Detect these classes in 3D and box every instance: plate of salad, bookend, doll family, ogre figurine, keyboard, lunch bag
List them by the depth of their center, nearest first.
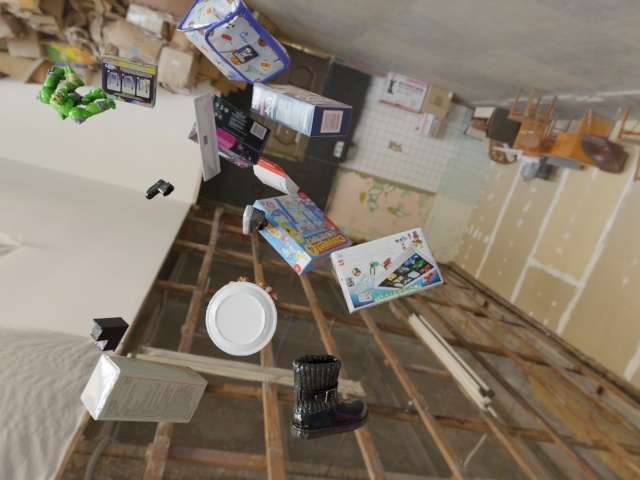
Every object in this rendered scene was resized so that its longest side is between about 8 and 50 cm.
[{"bbox_3d":[-0.215,0.213,1.162,0.200,0.199,0.048,19,176,10],"label":"plate of salad"},{"bbox_3d":[-0.682,-0.394,1.168,0.197,0.118,0.097,39,155,-19],"label":"ogre figurine"},{"bbox_3d":[-0.335,-0.301,1.251,0.014,0.255,0.072,22,-139,24],"label":"keyboard"},{"bbox_3d":[-0.347,-0.834,1.759,0.386,0.238,0.328,22,172,40],"label":"lunch bag"},{"bbox_3d":[-0.998,0.440,1.952,0.072,0.157,0.156,34,-172,23],"label":"bookend"},{"bbox_3d":[-0.337,0.255,1.994,0.263,0.163,0.118,7,171,-13],"label":"doll family"}]

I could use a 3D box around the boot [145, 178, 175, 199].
[{"bbox_3d":[-0.709,-0.217,1.873,0.099,0.121,0.045,28,162,36],"label":"boot"}]

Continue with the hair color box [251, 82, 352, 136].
[{"bbox_3d":[-0.074,-0.460,1.473,0.174,0.105,0.347,-13,-146,-40],"label":"hair color box"}]

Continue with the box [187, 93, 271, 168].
[{"bbox_3d":[-0.342,-0.404,1.598,0.247,0.163,0.142,27,168,-31],"label":"box"}]

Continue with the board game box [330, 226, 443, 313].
[{"bbox_3d":[0.206,0.090,1.322,0.306,0.192,0.053,-15,164,-10],"label":"board game box"}]

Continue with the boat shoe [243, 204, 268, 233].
[{"bbox_3d":[-0.210,-0.063,1.400,0.076,0.080,0.228,14,165,-6],"label":"boat shoe"}]

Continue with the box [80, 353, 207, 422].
[{"bbox_3d":[-0.512,0.444,1.257,0.121,0.147,0.311,19,170,41],"label":"box"}]

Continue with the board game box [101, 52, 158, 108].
[{"bbox_3d":[-0.651,-0.544,1.445,0.171,0.140,0.048,10,-148,-14],"label":"board game box"}]

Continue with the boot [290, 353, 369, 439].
[{"bbox_3d":[0.047,0.527,1.480,0.348,0.259,0.131,7,175,-42],"label":"boot"}]

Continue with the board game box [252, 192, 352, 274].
[{"bbox_3d":[-0.072,-0.039,1.605,0.302,0.086,0.308,45,-150,15],"label":"board game box"}]

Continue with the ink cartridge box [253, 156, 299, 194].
[{"bbox_3d":[-0.217,-0.286,1.835,0.189,0.066,0.232,28,177,25],"label":"ink cartridge box"}]
